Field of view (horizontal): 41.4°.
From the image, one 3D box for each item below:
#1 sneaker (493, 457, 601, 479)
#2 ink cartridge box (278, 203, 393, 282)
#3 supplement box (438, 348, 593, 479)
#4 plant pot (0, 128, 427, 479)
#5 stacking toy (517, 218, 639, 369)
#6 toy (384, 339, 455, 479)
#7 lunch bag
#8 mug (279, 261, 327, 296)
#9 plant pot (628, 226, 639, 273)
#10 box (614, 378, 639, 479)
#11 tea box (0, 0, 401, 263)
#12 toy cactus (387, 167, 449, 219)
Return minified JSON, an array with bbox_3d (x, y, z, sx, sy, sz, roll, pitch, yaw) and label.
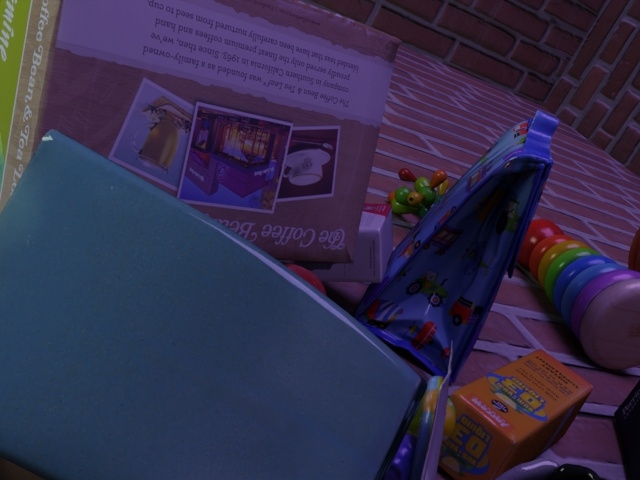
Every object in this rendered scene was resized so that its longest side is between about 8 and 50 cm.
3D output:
[{"bbox_3d":[0.196,0.236,0.645,0.228,0.132,0.086,19,23,-22],"label":"sneaker"},{"bbox_3d":[0.000,0.000,0.945,0.150,0.063,0.109,1,18,12],"label":"ink cartridge box"},{"bbox_3d":[0.193,0.177,0.849,0.078,0.080,0.233,37,25,26],"label":"supplement box"},{"bbox_3d":[-0.065,0.075,0.493,0.234,0.166,0.165,24,-6,13],"label":"plant pot"},{"bbox_3d":[0.399,0.058,1.315,0.141,0.141,0.330,20,18,-20],"label":"stacking toy"},{"bbox_3d":[0.065,0.151,0.626,0.056,0.137,0.237,8,2,14],"label":"toy"},{"bbox_3d":[0.180,-0.022,0.981,0.138,0.293,0.221,31,22,6],"label":"lunch bag"},{"bbox_3d":[-0.045,0.118,0.685,0.150,0.113,0.169,-19,39,-3],"label":"mug"},{"bbox_3d":[0.639,0.089,1.380,0.272,0.272,0.265,32,30,8],"label":"plant pot"},{"bbox_3d":[0.481,0.169,0.855,0.178,0.343,0.312,29,23,2],"label":"box"},{"bbox_3d":[-0.166,-0.123,0.758,0.328,0.220,0.323,5,10,-45],"label":"tea box"},{"bbox_3d":[0.197,-0.041,1.332,0.180,0.112,0.219,34,11,-15],"label":"toy cactus"}]
